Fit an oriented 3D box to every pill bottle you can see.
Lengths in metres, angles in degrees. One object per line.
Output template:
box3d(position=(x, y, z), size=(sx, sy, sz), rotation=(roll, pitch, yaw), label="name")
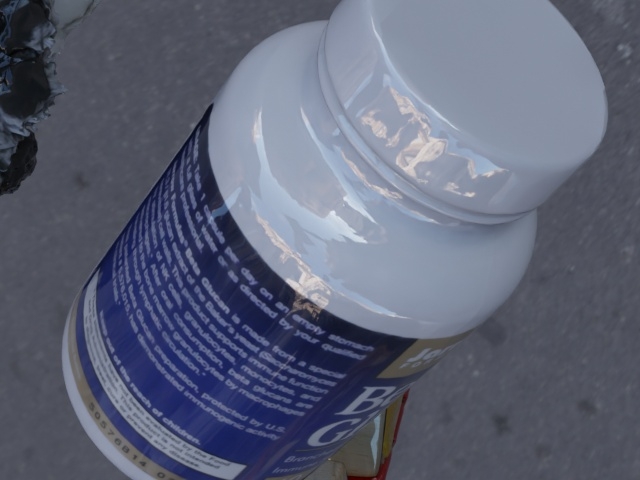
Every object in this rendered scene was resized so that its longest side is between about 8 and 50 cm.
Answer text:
box3d(position=(0.000, 0.000, 0.381), size=(0.094, 0.094, 0.169), rotation=(46, 134, 4), label="pill bottle")

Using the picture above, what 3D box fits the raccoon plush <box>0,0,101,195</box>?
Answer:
box3d(position=(-0.375, -0.179, 1.014), size=(0.447, 0.299, 0.216), rotation=(5, 110, -21), label="raccoon plush")

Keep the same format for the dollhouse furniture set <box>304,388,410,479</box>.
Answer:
box3d(position=(-0.078, 0.180, 0.681), size=(0.201, 0.374, 0.152), rotation=(3, 124, 14), label="dollhouse furniture set")
